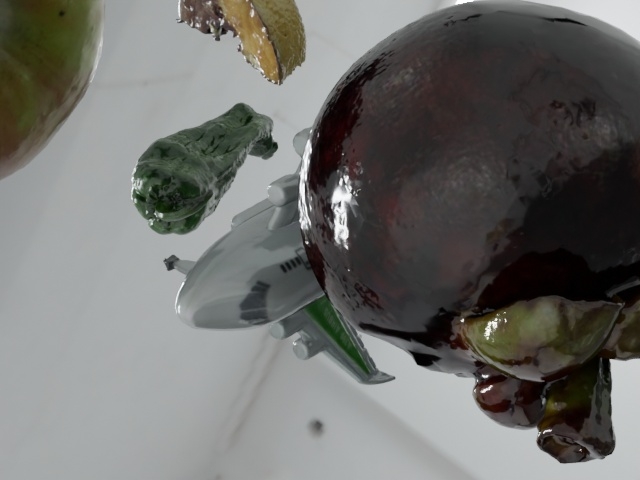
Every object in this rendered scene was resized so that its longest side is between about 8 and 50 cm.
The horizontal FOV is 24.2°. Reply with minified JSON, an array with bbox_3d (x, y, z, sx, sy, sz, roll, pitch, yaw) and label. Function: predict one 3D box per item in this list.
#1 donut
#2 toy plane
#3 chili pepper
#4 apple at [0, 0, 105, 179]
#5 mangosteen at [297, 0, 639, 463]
[{"bbox_3d":[-0.099,-0.313,2.012,0.085,0.217,0.141,-33,-33,-28],"label":"donut"},{"bbox_3d":[-0.003,-0.002,0.973,0.255,0.101,0.251,-25,-53,-38],"label":"toy plane"},{"bbox_3d":[-0.104,-0.068,1.345,0.257,0.100,0.074,-54,-25,-57],"label":"chili pepper"},{"bbox_3d":[-0.303,-0.180,1.053,0.277,0.250,0.309,-34,-47,-31],"label":"apple"},{"bbox_3d":[0.108,-0.003,0.816,0.228,0.265,0.228,-15,-25,-7],"label":"mangosteen"}]
